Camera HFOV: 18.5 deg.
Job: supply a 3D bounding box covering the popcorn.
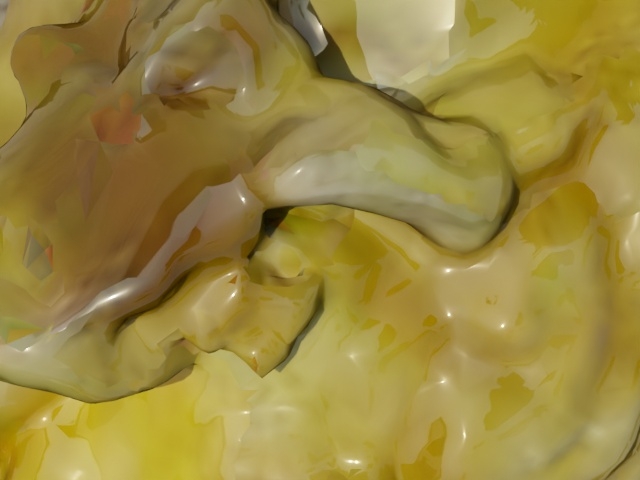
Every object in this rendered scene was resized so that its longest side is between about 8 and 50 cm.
[{"bbox_3d":[0.016,-0.006,0.813,0.390,0.344,0.354,-16,117,-23],"label":"popcorn"}]
